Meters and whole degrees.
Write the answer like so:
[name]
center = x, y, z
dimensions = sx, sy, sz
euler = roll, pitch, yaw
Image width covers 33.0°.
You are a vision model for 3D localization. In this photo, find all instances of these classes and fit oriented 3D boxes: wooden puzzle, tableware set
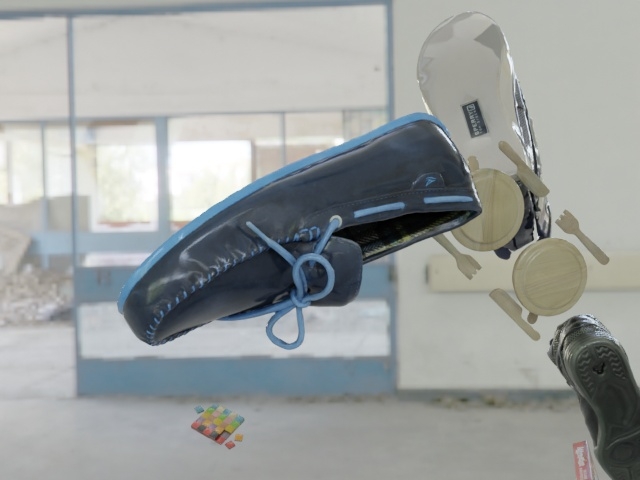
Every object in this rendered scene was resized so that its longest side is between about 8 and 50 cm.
[wooden puzzle]
center = -0.130, 0.233, 1.376
dimensions = 0.083, 0.006, 0.049
euler = 23, 44, 25
[tableware set]
center = 0.205, 0.002, 1.154
dimensions = 0.194, 0.128, 0.039
euler = 45, -5, -17

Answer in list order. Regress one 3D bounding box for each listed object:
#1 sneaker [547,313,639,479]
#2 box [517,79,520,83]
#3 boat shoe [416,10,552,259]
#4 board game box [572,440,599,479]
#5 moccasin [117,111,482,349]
[sneaker]
center = 0.339, 0.180, 1.290
dimensions = 0.087, 0.227, 0.130
euler = -25, 23, 9
[box]
center = 0.222, -0.181, 1.604
dimensions = 0.059, 0.169, 0.054
euler = 39, 32, 12
[boat shoe]
center = 0.211, -0.131, 1.379
dimensions = 0.127, 0.340, 0.158
euler = -15, -41, 17
[board game box]
center = 0.407, 0.411, 1.588
dimensions = 0.027, 0.145, 0.281
euler = -18, 6, 14
[moccasin]
center = 0.000, 0.000, 0.900
dimensions = 0.342, 0.117, 0.138
euler = -30, -15, -21
